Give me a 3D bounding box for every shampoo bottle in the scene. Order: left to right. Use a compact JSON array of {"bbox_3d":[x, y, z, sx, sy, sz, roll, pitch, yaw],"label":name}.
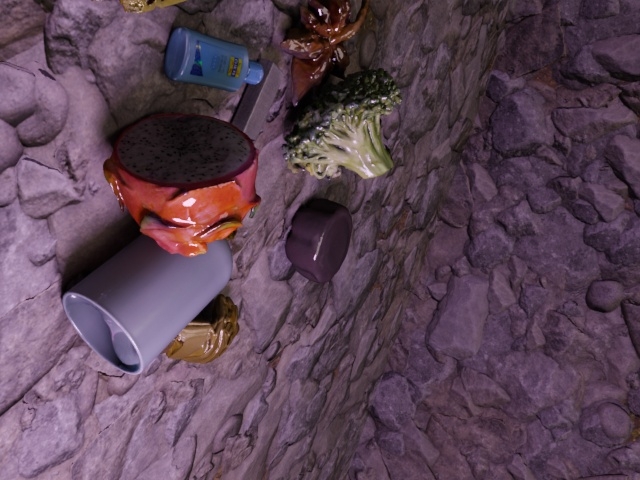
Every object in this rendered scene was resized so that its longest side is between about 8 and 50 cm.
[{"bbox_3d":[-0.210,-0.365,1.329,0.258,0.061,0.104,-9,119,-60],"label":"shampoo bottle"}]

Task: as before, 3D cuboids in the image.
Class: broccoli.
[{"bbox_3d":[0.054,-0.289,1.639,0.334,0.323,0.272,-53,137,-75],"label":"broccoli"}]

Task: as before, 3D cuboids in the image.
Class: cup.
[{"bbox_3d":[-0.327,0.092,1.292,0.312,0.205,0.205,-46,146,-37],"label":"cup"}]

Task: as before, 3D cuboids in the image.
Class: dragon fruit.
[{"bbox_3d":[-0.247,-0.101,1.224,0.290,0.290,0.189,-43,149,-40],"label":"dragon fruit"}]

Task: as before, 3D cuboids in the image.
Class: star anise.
[{"bbox_3d":[0.018,-0.499,1.589,0.349,0.109,0.292,-37,151,-44],"label":"star anise"}]

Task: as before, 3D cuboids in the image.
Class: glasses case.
[{"bbox_3d":[-0.152,-0.312,1.487,0.205,0.047,0.071,-67,157,-2],"label":"glasses case"}]

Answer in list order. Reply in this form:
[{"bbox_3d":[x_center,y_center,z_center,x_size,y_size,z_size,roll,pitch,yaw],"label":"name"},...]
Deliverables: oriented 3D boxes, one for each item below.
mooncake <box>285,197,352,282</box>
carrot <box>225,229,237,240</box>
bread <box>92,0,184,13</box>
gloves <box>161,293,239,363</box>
[{"bbox_3d":[0.000,0.000,1.896,0.245,0.133,0.245,-40,142,-42],"label":"mooncake"},{"bbox_3d":[-0.254,-0.070,1.470,0.069,0.069,0.229,-60,153,-14],"label":"carrot"},{"bbox_3d":[-0.300,-0.446,1.117,0.226,0.049,0.088,-40,142,-42],"label":"bread"},{"bbox_3d":[-0.291,0.216,1.506,0.154,0.141,0.331,-53,150,18],"label":"gloves"}]
